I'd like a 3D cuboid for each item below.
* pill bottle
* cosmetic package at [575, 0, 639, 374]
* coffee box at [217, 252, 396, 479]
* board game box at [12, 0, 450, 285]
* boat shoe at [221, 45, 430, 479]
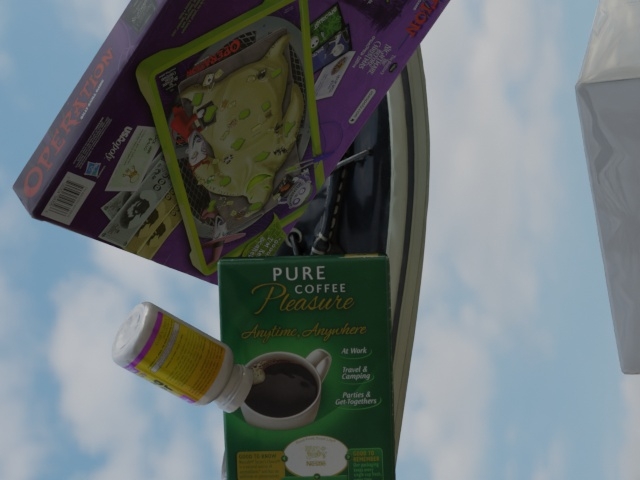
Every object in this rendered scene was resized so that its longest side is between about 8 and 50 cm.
[{"bbox_3d":[-0.083,0.074,1.049,0.083,0.043,0.043,31,-129,-21],"label":"pill bottle"},{"bbox_3d":[0.269,-0.060,1.201,0.225,0.138,0.224,-65,-34,-58],"label":"cosmetic package"},{"bbox_3d":[-0.007,0.100,1.100,0.040,0.113,0.184,-45,-48,-85],"label":"coffee box"},{"bbox_3d":[-0.038,-0.134,1.183,0.208,0.347,0.056,25,-164,-38],"label":"board game box"},{"bbox_3d":[0.000,0.000,1.410,0.187,0.156,0.500,-102,17,-73],"label":"boat shoe"}]
